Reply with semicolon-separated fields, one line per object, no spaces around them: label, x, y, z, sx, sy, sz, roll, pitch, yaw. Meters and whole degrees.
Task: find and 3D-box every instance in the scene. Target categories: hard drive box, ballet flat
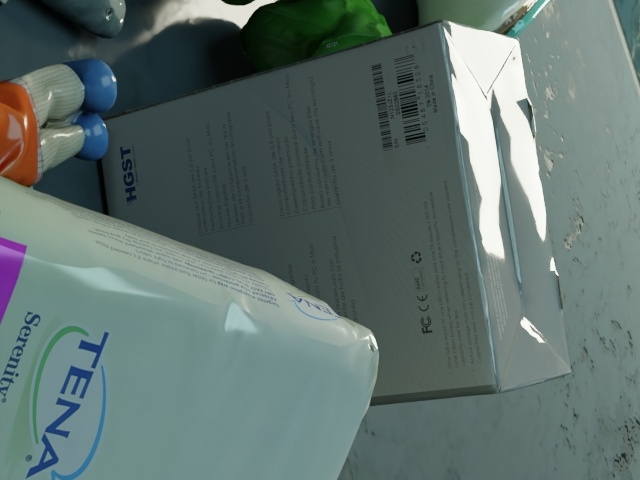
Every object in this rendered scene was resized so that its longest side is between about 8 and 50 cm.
hard drive box;0.000;0.000;0.707;0.089;0.232;0.181;-2;83;-56
ballet flat;0.149;-0.252;1.107;0.400;0.139;0.139;-47;119;-54

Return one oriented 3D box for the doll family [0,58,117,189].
doll family;-0.177;0.038;0.575;0.163;0.118;0.263;-36;129;-59

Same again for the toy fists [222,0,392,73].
toy fists;-0.020;-0.157;0.816;0.279;0.096;0.142;60;9;-24

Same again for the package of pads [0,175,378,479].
package of pads;-0.124;0.131;0.484;0.229;0.101;0.296;21;92;-39

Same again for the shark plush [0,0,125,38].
shark plush;-0.158;-0.148;0.684;0.161;0.073;0.067;-4;114;-60
